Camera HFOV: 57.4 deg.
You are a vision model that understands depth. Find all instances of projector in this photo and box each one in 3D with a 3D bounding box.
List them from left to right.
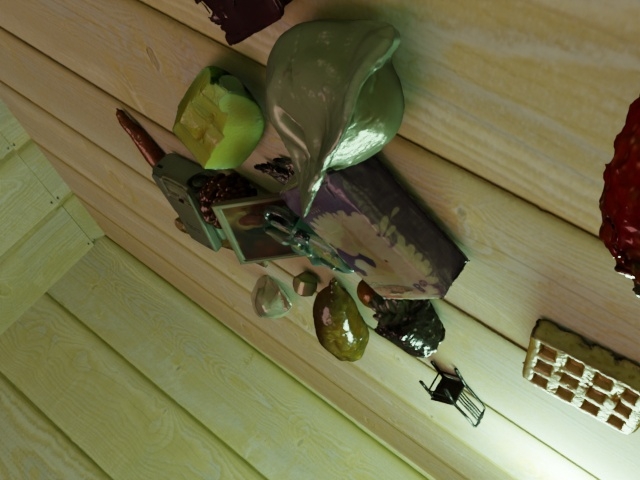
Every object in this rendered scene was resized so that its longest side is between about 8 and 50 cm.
[{"bbox_3d":[-0.370,-0.137,1.765,0.250,0.108,0.198,28,156,32],"label":"projector"}]

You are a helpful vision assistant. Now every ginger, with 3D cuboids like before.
[{"bbox_3d":[-0.312,-0.004,1.910,0.334,0.081,0.148,28,154,-27],"label":"ginger"}]

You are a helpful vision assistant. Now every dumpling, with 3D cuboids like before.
[{"bbox_3d":[-0.182,0.208,2.143,0.216,0.126,0.166,164,85,-75],"label":"dumpling"},{"bbox_3d":[0.027,-0.194,0.875,0.320,0.212,0.270,58,-167,-69],"label":"dumpling"}]

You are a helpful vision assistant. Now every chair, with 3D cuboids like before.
[{"bbox_3d":[0.386,0.450,1.693,0.101,0.084,0.212,6,141,51],"label":"chair"}]

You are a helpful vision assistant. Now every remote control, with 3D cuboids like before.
[{"bbox_3d":[-0.369,-0.080,1.680,0.123,0.038,0.285,27,153,29],"label":"remote control"}]

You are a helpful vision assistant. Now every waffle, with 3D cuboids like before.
[{"bbox_3d":[0.521,0.273,1.145,0.248,0.055,0.221,27,155,29],"label":"waffle"}]

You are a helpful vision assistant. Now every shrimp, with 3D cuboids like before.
[{"bbox_3d":[-0.082,-0.161,1.343,0.161,0.034,0.091,24,143,21],"label":"shrimp"}]

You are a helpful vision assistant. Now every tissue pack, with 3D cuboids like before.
[{"bbox_3d":[0.102,-0.027,1.160,0.344,0.125,0.242,44,158,-16],"label":"tissue pack"}]

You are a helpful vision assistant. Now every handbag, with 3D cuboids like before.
[{"bbox_3d":[-0.141,-0.413,0.878,0.203,0.074,0.216,50,159,-23],"label":"handbag"}]

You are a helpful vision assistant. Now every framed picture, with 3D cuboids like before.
[{"bbox_3d":[-0.143,-0.027,1.535,0.211,0.020,0.289,-7,148,4],"label":"framed picture"}]

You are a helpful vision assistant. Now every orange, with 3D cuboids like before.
[{"bbox_3d":[0.131,0.132,1.496,0.085,0.085,0.085,34,158,16],"label":"orange"}]

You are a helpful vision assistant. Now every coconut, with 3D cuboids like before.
[{"bbox_3d":[-0.047,0.137,1.806,0.083,0.082,0.081,22,120,21],"label":"coconut"}]

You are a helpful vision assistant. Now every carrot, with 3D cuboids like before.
[{"bbox_3d":[-0.550,-0.304,1.809,0.059,0.059,0.248,10,141,53],"label":"carrot"}]

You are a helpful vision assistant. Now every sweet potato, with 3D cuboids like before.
[{"bbox_3d":[0.050,0.243,1.752,0.158,0.158,0.369,26,156,32],"label":"sweet potato"}]

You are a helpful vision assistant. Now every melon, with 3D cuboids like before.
[{"bbox_3d":[-0.204,-0.265,1.211,0.196,0.124,0.323,43,153,-9],"label":"melon"}]

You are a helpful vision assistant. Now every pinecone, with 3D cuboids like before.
[{"bbox_3d":[-0.249,-0.107,1.556,0.174,0.173,0.173,34,158,16],"label":"pinecone"}]

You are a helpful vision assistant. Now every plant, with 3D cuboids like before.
[{"bbox_3d":[0.205,0.191,1.412,0.194,0.132,0.129,44,156,-23],"label":"plant"}]

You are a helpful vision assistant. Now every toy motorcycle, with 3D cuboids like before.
[{"bbox_3d":[-0.002,-0.001,1.422,0.297,0.109,0.198,25,158,5],"label":"toy motorcycle"}]

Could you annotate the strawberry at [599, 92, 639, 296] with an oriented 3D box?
[{"bbox_3d":[0.404,-0.056,0.453,0.312,0.267,0.351,39,135,17],"label":"strawberry"}]
